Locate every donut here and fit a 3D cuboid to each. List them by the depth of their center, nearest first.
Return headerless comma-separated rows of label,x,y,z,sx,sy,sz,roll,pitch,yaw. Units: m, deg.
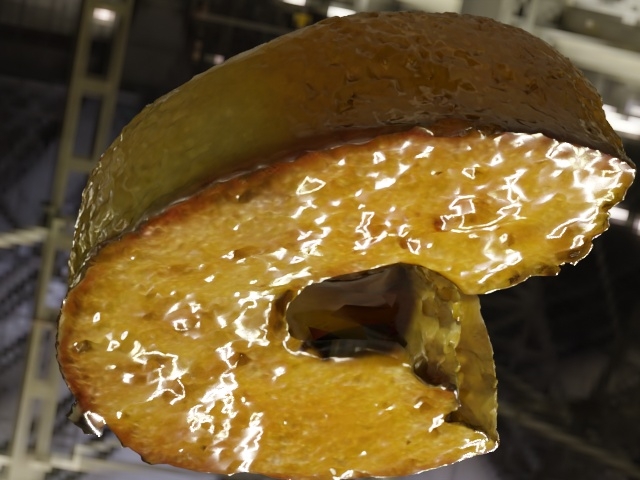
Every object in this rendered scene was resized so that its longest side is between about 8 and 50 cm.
donut,0.000,0.000,1.328,0.378,0.435,0.163,5,-129,-20
